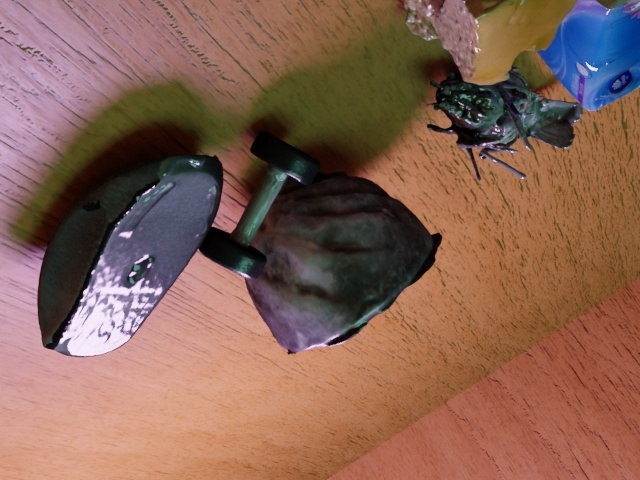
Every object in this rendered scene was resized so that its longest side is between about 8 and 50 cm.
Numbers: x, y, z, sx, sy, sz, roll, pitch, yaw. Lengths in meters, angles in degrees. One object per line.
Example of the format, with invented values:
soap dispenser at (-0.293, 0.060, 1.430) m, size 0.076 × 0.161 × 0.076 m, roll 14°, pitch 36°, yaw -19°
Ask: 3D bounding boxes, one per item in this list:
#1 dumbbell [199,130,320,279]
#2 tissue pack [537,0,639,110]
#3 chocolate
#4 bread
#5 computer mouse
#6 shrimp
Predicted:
dumbbell at (-0.086, -0.048, 1.649) m, size 0.191 × 0.100 × 0.100 m, roll -61°, pitch 151°, yaw 4°
tissue pack at (0.368, -0.328, 1.596) m, size 0.146 × 0.198 × 0.263 m, roll -31°, pitch 157°, yaw -4°
chocolate at (0.000, 0.000, 1.787) m, size 0.303 × 0.213 × 0.303 m, roll -32°, pitch -162°, yaw 12°
bread at (0.226, -0.327, 1.462) m, size 0.211 × 0.184 × 0.224 m, roll -34°, pitch 159°, yaw -7°
computer mouse at (-0.268, 0.002, 1.601) m, size 0.203 × 0.114 × 0.374 m, roll 5°, pitch 129°, yaw -49°
shrimp at (0.284, -0.196, 1.832) m, size 0.410 × 0.166 × 0.221 m, roll -8°, pitch 117°, yaw -67°
